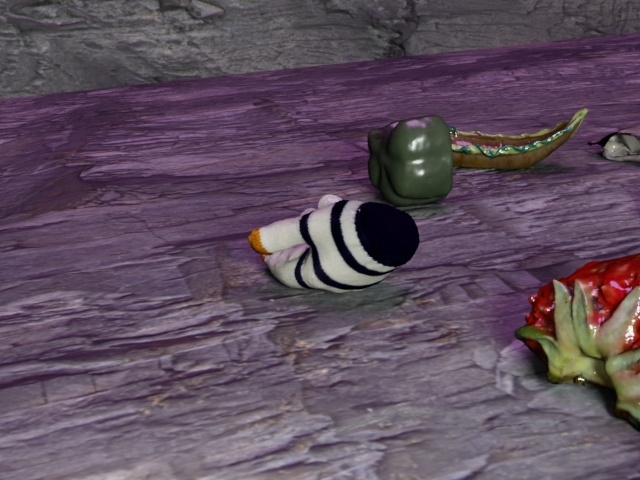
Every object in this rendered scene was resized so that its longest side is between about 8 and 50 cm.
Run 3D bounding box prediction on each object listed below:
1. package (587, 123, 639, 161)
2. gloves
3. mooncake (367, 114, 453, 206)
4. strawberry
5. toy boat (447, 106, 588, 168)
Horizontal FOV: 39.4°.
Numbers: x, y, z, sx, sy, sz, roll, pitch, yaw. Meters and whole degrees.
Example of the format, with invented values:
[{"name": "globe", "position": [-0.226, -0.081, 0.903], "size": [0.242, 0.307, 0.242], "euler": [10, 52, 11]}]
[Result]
[{"name": "package", "position": [0.648, -0.178, 1.634], "size": [0.204, 0.062, 0.251], "euler": [-19, 29, -34]}, {"name": "gloves", "position": [0.009, 0.012, 1.128], "size": [0.140, 0.131, 0.218], "euler": [-26, 0, -45]}, {"name": "mooncake", "position": [0.141, -0.137, 1.424], "size": [0.104, 0.175, 0.168], "euler": [-5, 62, -16]}, {"name": "strawberry", "position": [0.360, 0.062, 0.900], "size": [0.306, 0.138, 0.233], "euler": [-17, 23, -32]}, {"name": "toy boat", "position": [0.337, -0.179, 1.623], "size": [0.293, 0.099, 0.108], "euler": [-2, 18, 23]}]
